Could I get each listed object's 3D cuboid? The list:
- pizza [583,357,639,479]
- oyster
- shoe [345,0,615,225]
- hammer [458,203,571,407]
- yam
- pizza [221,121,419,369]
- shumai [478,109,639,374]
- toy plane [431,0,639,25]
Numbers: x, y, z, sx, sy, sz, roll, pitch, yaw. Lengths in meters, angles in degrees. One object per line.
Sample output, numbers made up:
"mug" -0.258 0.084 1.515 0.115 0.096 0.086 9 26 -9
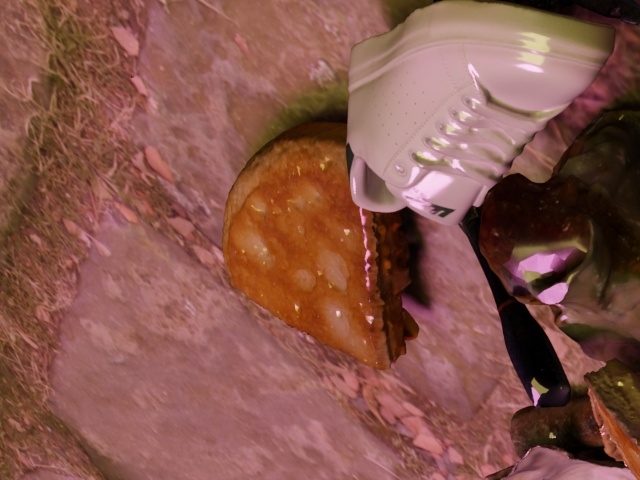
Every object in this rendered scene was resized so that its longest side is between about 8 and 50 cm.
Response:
"pizza" 0.305 0.194 1.593 0.204 0.080 0.188 58 178 40
"oyster" 0.258 0.291 1.870 0.275 0.100 0.271 43 145 -12
"shoe" 0.112 -0.096 1.563 0.363 0.131 0.160 175 102 -68
"hammer" 0.163 0.049 1.669 0.137 0.037 0.290 51 -168 -36
"yam" 0.270 0.161 1.778 0.253 0.061 0.061 -23 103 54
"pizza" -0.012 -0.030 1.905 0.258 0.087 0.268 27 138 37
"shumai" 0.233 0.040 1.589 0.222 0.203 0.272 5 128 46
"toy plane" 0.153 -0.217 1.549 0.246 0.078 0.169 33 142 25
